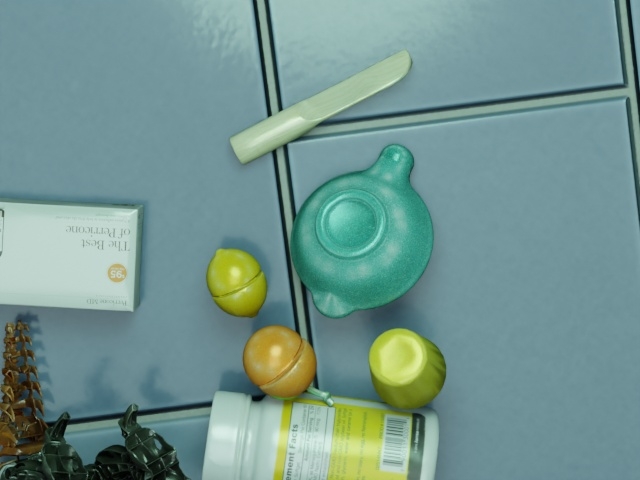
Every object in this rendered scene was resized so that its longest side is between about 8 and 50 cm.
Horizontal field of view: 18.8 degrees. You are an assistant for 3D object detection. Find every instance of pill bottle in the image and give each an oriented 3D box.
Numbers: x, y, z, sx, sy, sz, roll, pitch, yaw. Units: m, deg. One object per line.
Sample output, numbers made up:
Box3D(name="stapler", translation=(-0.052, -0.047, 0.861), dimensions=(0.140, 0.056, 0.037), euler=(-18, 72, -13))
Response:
Box3D(name="pill bottle", translation=(-0.001, 0.200, 1.777), dimensions=(0.208, 0.119, 0.119), euler=(8, 96, 0))

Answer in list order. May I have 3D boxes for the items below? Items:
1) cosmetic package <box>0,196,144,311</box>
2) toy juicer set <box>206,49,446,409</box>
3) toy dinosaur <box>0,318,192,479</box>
Box3D(name="cosmetic package", translation=(-0.287, 0.010, 1.788), dimensions=(0.239, 0.060, 0.099), euler=(2, 97, 0))
Box3D(name="toy juicer set", translation=(0.000, 0.000, 1.780), dimensions=(0.209, 0.089, 0.329), euler=(-7, 72, 11))
Box3D(name="toy dinosaur", translation=(-0.247, 0.241, 1.761), dimensions=(0.164, 0.218, 0.322), euler=(-35, 97, -41))
